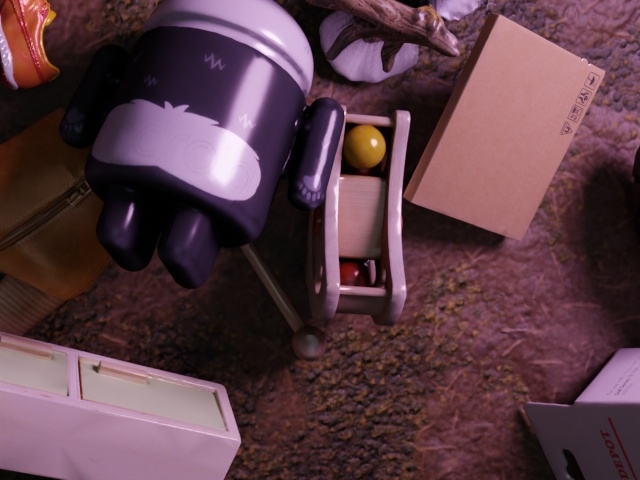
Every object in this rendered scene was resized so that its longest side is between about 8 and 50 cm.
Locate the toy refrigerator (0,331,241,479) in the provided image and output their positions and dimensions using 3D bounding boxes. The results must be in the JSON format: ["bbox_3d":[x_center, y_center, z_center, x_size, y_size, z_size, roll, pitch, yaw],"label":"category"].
[{"bbox_3d":[-0.221,0.169,0.917,0.270,0.102,0.094,17,109,-22],"label":"toy refrigerator"}]

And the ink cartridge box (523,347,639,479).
[{"bbox_3d":[0.411,0.220,0.982,0.119,0.354,0.207,-37,106,-37],"label":"ink cartridge box"}]

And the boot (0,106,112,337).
[{"bbox_3d":[-0.331,-0.059,0.914,0.295,0.104,0.211,44,85,-17],"label":"boot"}]

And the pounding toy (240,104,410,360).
[{"bbox_3d":[0.000,0.000,0.933,0.155,0.154,0.269,4,97,-9],"label":"pounding toy"}]

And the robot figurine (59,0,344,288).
[{"bbox_3d":[-0.110,-0.100,0.871,0.209,0.174,0.278,28,70,-30],"label":"robot figurine"}]

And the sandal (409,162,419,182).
[{"bbox_3d":[0.171,-0.104,0.998,0.179,0.040,0.067,-44,102,0],"label":"sandal"}]

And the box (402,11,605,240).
[{"bbox_3d":[0.189,-0.110,0.961,0.165,0.021,0.201,17,104,-34],"label":"box"}]

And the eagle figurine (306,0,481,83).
[{"bbox_3d":[0.107,-0.309,0.908,0.226,0.225,0.298,54,47,-48],"label":"eagle figurine"}]

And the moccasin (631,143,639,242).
[{"bbox_3d":[0.449,0.027,1.008,0.147,0.139,0.380,-29,102,-4],"label":"moccasin"}]

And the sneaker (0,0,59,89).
[{"bbox_3d":[-0.297,-0.235,0.912,0.068,0.064,0.175,-17,106,-25],"label":"sneaker"}]
